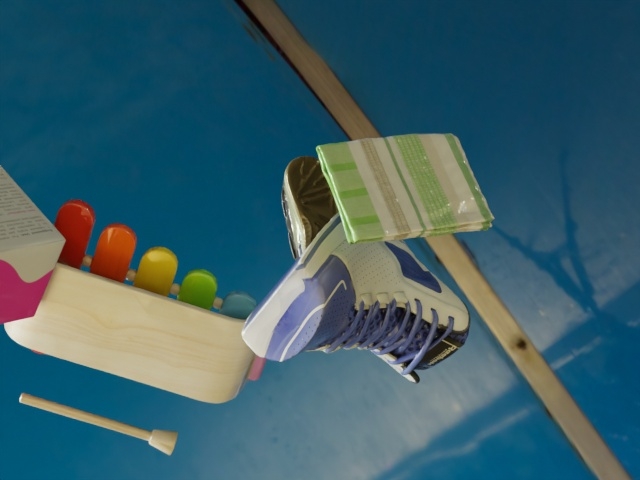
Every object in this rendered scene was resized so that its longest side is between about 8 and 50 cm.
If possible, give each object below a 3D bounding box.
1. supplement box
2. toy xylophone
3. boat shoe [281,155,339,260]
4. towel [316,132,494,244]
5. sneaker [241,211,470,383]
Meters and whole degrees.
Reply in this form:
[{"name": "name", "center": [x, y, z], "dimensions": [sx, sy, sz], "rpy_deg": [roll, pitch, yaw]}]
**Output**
[{"name": "supplement box", "center": [-0.380, -0.021, 1.030], "dimensions": [0.114, 0.220, 0.111], "rpy_deg": [-15, -39, -52]}, {"name": "toy xylophone", "center": [-0.217, 0.106, 1.124], "dimensions": [0.323, 0.081, 0.236], "rpy_deg": [26, -64, -10]}, {"name": "boat shoe", "center": [-0.001, 0.000, 1.342], "dimensions": [0.080, 0.073, 0.223], "rpy_deg": [-14, -95, -14]}, {"name": "towel", "center": [0.079, -0.050, 0.950], "dimensions": [0.152, 0.113, 0.023], "rpy_deg": [-7, -29, -23]}, {"name": "sneaker", "center": [0.063, 0.066, 1.026], "dimensions": [0.182, 0.315, 0.127], "rpy_deg": [42, -68, 7]}]
